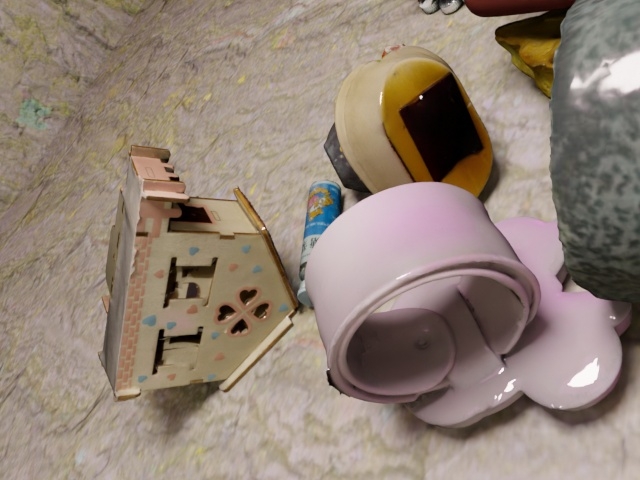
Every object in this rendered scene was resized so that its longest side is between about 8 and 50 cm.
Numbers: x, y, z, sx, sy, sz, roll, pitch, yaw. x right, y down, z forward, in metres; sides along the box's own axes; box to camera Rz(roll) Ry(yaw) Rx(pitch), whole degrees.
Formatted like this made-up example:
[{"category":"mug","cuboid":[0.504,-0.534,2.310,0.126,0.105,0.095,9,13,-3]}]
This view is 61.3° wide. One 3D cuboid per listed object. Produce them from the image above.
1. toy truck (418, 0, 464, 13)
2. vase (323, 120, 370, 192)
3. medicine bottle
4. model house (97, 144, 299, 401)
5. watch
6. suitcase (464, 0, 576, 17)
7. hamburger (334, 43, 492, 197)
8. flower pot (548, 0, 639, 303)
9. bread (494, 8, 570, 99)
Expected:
[{"category":"toy truck","cuboid":[0.232,-0.447,0.864,0.135,0.114,0.270,-56,38,-1]},{"category":"vase","cuboid":[0.099,-0.145,0.751,0.183,0.120,0.120,-28,42,3]},{"category":"medicine bottle","cuboid":[0.000,0.000,0.766,0.051,0.051,0.191,-19,49,31]},{"category":"model house","cuboid":[-0.155,0.047,0.735,0.169,0.245,0.325,48,129,53]},{"category":"watch","cuboid":[0.118,0.055,0.485,0.249,0.217,0.210,-35,42,17]},{"category":"suitcase","cuboid":[0.288,-0.319,0.526,0.237,0.161,0.297,-14,22,-11]},{"category":"hamburger","cuboid":[0.113,-0.122,0.639,0.173,0.210,0.116,-46,25,-15]},{"category":"flower pot","cuboid":[0.330,-0.088,0.354,0.283,0.299,0.298,3,62,39]},{"category":"bread","cuboid":[0.305,-0.208,0.601,0.161,0.088,0.233,-20,29,9]}]
